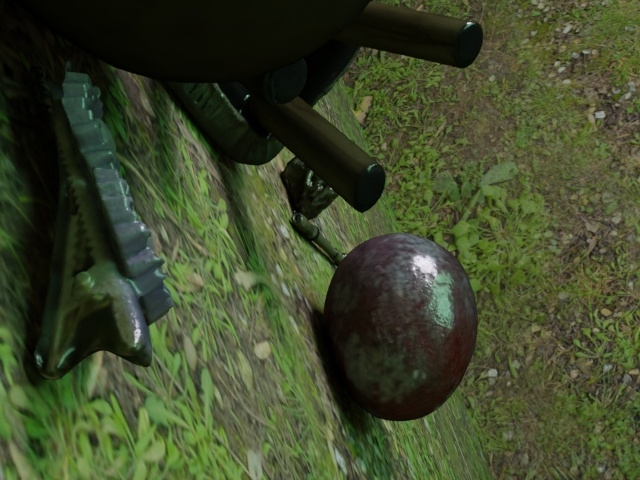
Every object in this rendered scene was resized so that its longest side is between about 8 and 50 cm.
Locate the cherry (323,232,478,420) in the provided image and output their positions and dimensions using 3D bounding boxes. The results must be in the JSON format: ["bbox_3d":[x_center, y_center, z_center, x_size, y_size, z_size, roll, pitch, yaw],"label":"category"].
[{"bbox_3d":[0.111,0.108,1.303,0.236,0.212,0.286,50,26,-30],"label":"cherry"}]

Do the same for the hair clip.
[{"bbox_3d":[-0.154,-0.022,0.628,0.106,0.084,0.292,82,-10,-48],"label":"hair clip"}]

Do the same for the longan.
[{"bbox_3d":[-0.103,-0.294,0.761,0.404,0.404,0.336,-90,-175,-67],"label":"longan"}]

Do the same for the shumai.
[{"bbox_3d":[-0.016,-0.094,1.492,0.087,0.099,0.124,46,12,-13],"label":"shumai"}]

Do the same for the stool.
[{"bbox_3d":[-0.002,-0.238,1.083,0.226,0.310,0.310,26,-13,36],"label":"stool"}]

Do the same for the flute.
[{"bbox_3d":[0.000,0.000,1.508,0.233,0.027,0.027,44,24,-66],"label":"flute"}]
